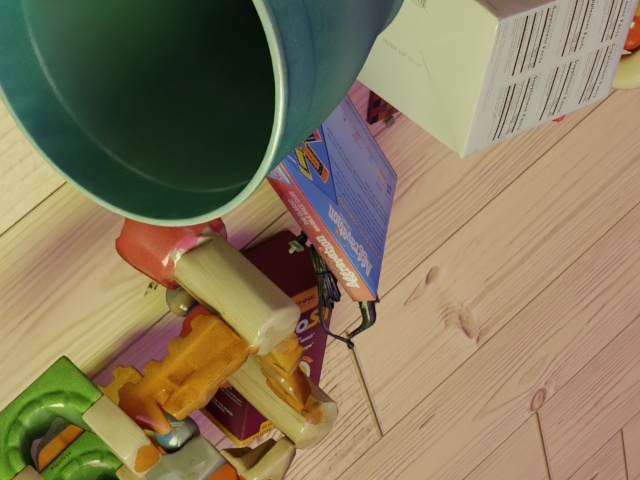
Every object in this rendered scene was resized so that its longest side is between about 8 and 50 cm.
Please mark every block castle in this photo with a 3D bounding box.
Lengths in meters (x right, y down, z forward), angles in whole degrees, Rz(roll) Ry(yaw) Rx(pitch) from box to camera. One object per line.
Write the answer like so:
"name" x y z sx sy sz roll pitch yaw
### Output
"block castle" -0.217 0.182 1.616 0.453 0.213 0.303 -44 154 -12

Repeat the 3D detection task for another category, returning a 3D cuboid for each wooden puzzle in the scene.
"wooden puzzle" 0.067 -0.142 1.856 0.049 0.006 0.083 -27 142 -33

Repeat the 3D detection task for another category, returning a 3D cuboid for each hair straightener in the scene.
"hair straightener" 0.000 0.000 1.794 0.089 0.047 0.230 -23 112 -34

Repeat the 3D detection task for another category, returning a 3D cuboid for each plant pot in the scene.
"plant pot" -0.069 -0.186 1.413 0.255 0.271 0.271 -38 149 -46

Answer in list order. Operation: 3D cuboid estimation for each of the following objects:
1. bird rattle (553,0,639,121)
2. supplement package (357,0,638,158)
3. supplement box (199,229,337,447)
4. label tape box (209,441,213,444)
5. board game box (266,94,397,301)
"bird rattle" 0.279 -0.229 1.865 0.143 0.207 0.253 16 102 -37
"supplement package" 0.143 -0.208 1.702 0.203 0.194 0.149 -23 141 -38
"supplement box" -0.055 0.097 1.882 0.104 0.081 0.188 -25 141 -35
"label tape box" -0.247 0.344 1.875 0.348 0.115 0.249 -39 148 -22
"board game box" -0.005 -0.083 1.676 0.281 0.027 0.145 56 35 -45
